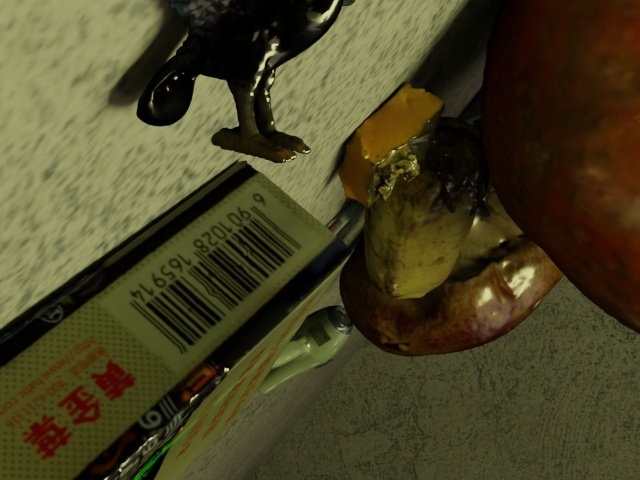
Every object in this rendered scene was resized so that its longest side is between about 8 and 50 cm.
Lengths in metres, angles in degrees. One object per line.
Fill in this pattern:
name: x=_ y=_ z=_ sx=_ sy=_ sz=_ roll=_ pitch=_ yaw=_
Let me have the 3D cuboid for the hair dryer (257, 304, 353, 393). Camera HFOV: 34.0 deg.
hair dryer: x=-0.061 y=0.160 z=1.300 sx=0.199 sy=0.067 sz=0.167 roll=-24 pitch=162 yaw=-47

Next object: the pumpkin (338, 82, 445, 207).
pumpkin: x=0.056 y=-0.069 z=0.795 sx=0.083 sy=0.054 sz=0.074 roll=-41 pitch=166 yaw=-17

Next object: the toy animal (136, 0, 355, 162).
toy animal: x=-0.019 y=-0.081 z=0.362 sx=0.220 sy=0.062 sz=0.107 roll=-26 pitch=138 yaw=-68

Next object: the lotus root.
lotus root: x=0.092 y=-0.028 z=0.974 sx=0.110 sy=0.097 sz=0.258 roll=-12 pitch=148 yaw=-17

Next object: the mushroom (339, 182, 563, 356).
mushroom: x=0.155 y=-0.007 z=1.195 sx=0.267 sy=0.267 sz=0.254 roll=-31 pitch=127 yaw=-65

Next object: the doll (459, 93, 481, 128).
doll: x=0.216 y=-0.160 z=1.202 sx=0.096 sy=0.070 sz=0.195 roll=1 pitch=135 yaw=-39

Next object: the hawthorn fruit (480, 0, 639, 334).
hawthorn fruit: x=0.321 y=-0.111 z=0.861 sx=0.403 sy=0.403 sz=0.403 roll=-48 pitch=172 yaw=-9

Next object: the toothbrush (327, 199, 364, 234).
toothbrush: x=0.000 y=0.000 z=0.963 sx=0.193 sy=0.013 sz=0.019 roll=-44 pitch=162 yaw=-29

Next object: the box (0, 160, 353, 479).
box: x=-0.128 y=0.107 z=0.524 sx=0.310 sy=0.084 sz=0.198 roll=-42 pitch=170 yaw=-43
